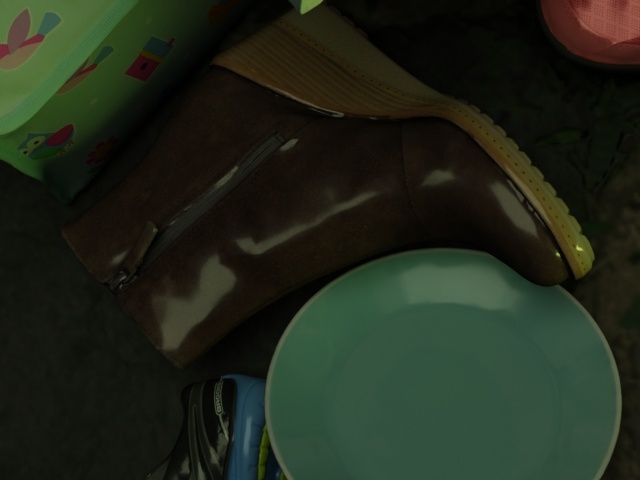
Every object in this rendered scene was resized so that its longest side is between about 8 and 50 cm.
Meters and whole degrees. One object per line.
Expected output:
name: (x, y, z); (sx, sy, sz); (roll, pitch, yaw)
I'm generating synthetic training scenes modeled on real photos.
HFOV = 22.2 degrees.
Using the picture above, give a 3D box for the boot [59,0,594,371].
boot: (0.000, 0.000, 0.886); (0.207, 0.090, 0.248); (-46, 62, -6)

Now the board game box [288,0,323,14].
board game box: (0.021, -0.309, 0.745); (0.318, 0.066, 0.318); (-36, 74, -16)

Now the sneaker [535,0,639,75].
sneaker: (0.250, -0.191, 0.832); (0.313, 0.136, 0.116); (-25, 77, 7)

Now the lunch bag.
lunch bag: (-0.148, -0.162, 0.868); (0.160, 0.262, 0.223); (42, 88, 18)

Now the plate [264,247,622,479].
plate: (0.064, 0.086, 0.865); (0.188, 0.024, 0.188); (-2, 54, 3)

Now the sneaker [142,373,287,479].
sneaker: (-0.065, 0.165, 0.888); (0.078, 0.067, 0.188); (6, 80, 34)
